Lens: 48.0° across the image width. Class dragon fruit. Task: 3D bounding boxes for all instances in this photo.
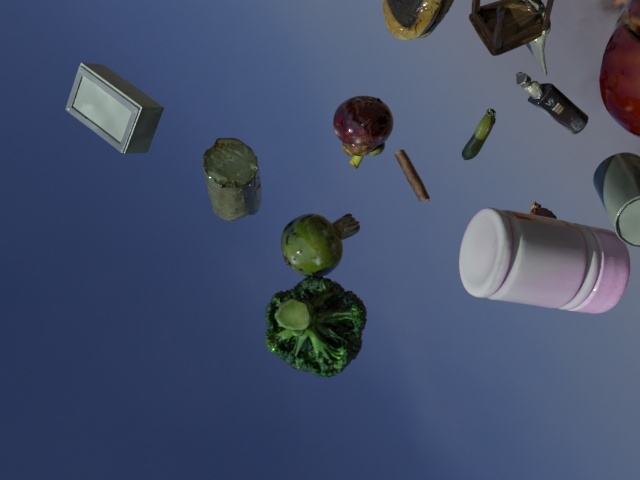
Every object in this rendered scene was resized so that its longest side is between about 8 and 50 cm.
[{"bbox_3d":[0.565,-0.028,1.877,0.126,0.068,0.112,35,-114,-27],"label":"dragon fruit"}]

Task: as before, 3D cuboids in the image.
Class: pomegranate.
[{"bbox_3d":[0.000,0.000,2.103,0.202,0.248,0.202,58,169,18],"label":"pomegranate"}]

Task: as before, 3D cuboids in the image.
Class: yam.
[{"bbox_3d":[0.360,-0.253,2.829,0.057,0.057,0.241,1,-122,-61],"label":"yam"},{"bbox_3d":[-0.292,-0.193,2.422,0.195,0.195,0.300,57,166,19],"label":"yam"}]

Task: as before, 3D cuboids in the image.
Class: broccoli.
[{"bbox_3d":[-0.017,0.231,1.955,0.297,0.298,0.297,55,-176,15],"label":"broccoli"}]

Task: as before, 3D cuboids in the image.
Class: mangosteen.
[{"bbox_3d":[0.113,-0.265,1.768,0.156,0.146,0.181,-38,-60,-46],"label":"mangosteen"}]

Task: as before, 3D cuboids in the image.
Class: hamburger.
[{"bbox_3d":[0.305,-0.729,2.199,0.133,0.309,0.211,6,-128,-30],"label":"hamburger"}]

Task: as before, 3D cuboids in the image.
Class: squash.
[{"bbox_3d":[0.513,-0.338,2.307,0.052,0.183,0.052,29,-171,-5],"label":"squash"}]

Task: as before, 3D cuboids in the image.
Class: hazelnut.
[{"bbox_3d":[0.775,-0.400,1.504,0.359,0.359,0.409,41,-129,-18],"label":"hazelnut"}]

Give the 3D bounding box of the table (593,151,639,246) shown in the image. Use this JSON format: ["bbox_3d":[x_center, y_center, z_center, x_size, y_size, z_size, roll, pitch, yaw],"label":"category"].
[{"bbox_3d":[0.683,-0.093,1.571,0.126,0.126,0.220,41,-153,-17],"label":"table"}]

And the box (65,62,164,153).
[{"bbox_3d":[-0.511,-0.327,1.772,0.225,0.129,0.086,36,-156,21],"label":"box"}]

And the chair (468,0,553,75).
[{"bbox_3d":[0.491,-0.548,1.837,0.319,0.186,0.160,71,176,-61],"label":"chair"}]

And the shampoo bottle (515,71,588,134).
[{"bbox_3d":[0.533,-0.323,1.667,0.208,0.057,0.063,30,-170,-25],"label":"shampoo bottle"}]

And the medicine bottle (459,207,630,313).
[{"bbox_3d":[0.492,0.048,1.597,0.316,0.202,0.202,10,-144,-16],"label":"medicine bottle"}]
